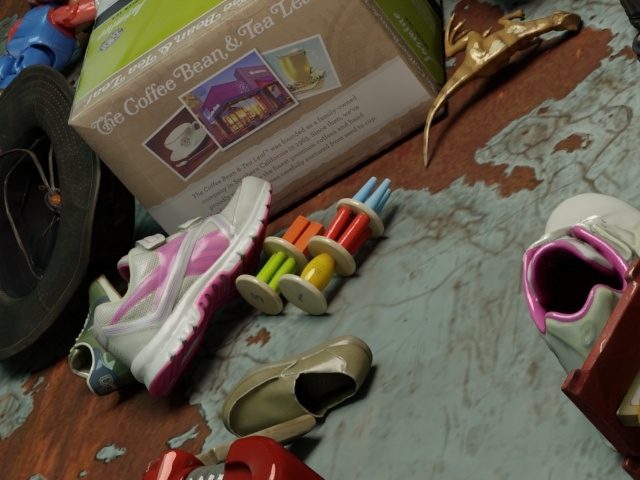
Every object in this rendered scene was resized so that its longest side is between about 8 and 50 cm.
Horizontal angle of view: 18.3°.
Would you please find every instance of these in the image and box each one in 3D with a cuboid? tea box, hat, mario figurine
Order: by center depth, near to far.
[{"bbox_3d":[-0.062,-0.206,2.114,0.329,0.220,0.323,-30,26,20],"label":"tea box"},{"bbox_3d":[-0.288,-0.026,2.189,0.331,0.134,0.331,-8,79,51],"label":"hat"},{"bbox_3d":[-0.362,-0.278,2.809,0.198,0.170,0.320,17,65,19],"label":"mario figurine"}]

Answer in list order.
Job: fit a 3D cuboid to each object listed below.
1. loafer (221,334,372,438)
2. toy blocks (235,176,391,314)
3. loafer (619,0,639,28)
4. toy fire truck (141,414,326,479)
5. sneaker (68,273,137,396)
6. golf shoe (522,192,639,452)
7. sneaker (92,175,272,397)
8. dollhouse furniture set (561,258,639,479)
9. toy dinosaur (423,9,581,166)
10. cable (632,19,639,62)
[{"bbox_3d":[-0.023,0.130,1.703,0.148,0.056,0.050,-32,20,17],"label":"loafer"},{"bbox_3d":[0.000,0.000,1.886,0.123,0.054,0.148,-2,45,52],"label":"toy blocks"},{"bbox_3d":[0.328,-0.277,1.880,0.062,0.061,0.170,-15,34,44],"label":"loafer"},{"bbox_3d":[-0.063,0.207,1.560,0.217,0.158,0.246,-18,43,40],"label":"toy fire truck"},{"bbox_3d":[-0.224,0.099,2.016,0.086,0.064,0.192,-37,28,-5],"label":"sneaker"},{"bbox_3d":[0.206,0.024,1.468,0.115,0.140,0.306,-36,24,13],"label":"golf shoe"},{"bbox_3d":[-0.133,0.025,1.921,0.252,0.111,0.103,-55,-11,-30],"label":"sneaker"},{"bbox_3d":[0.339,0.007,1.294,0.201,0.152,0.374,-10,39,47],"label":"dollhouse furniture set"},{"bbox_3d":[0.155,-0.177,1.954,0.211,0.064,0.112,-38,26,4],"label":"toy dinosaur"},{"bbox_3d":[0.346,-0.196,1.757,0.150,0.047,0.184,-41,27,9],"label":"cable"}]
